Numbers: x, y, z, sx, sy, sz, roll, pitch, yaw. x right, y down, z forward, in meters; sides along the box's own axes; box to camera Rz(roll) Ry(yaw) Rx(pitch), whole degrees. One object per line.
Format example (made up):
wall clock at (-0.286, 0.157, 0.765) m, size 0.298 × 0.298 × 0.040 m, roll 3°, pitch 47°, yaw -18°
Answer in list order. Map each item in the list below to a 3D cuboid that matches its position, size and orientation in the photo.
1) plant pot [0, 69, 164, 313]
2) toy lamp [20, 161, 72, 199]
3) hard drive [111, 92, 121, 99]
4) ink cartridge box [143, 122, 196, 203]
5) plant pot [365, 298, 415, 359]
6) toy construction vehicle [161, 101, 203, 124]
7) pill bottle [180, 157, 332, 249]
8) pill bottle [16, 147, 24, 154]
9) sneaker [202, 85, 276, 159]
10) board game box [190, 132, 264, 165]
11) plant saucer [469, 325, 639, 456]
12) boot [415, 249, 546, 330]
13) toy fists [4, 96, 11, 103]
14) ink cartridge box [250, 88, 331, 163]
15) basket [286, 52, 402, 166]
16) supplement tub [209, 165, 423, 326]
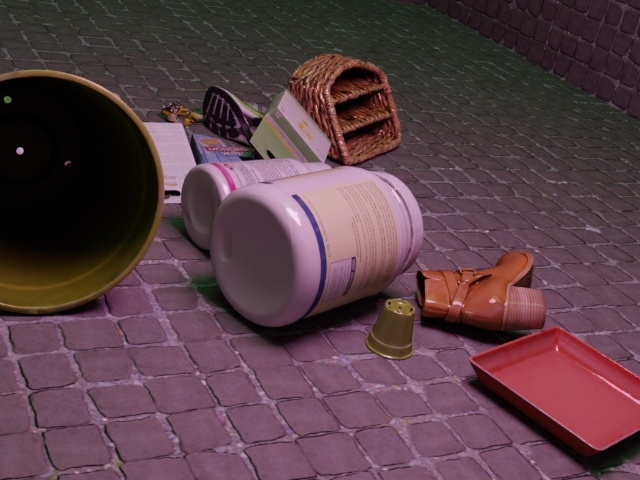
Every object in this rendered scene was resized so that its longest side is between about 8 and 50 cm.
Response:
plant pot at (-0.472, -0.116, 1.558) m, size 0.366 × 0.367 × 0.353 m, roll 2°, pitch 16°, yaw -23°
toy lamp at (-0.525, -0.150, 1.867) m, size 0.080 × 0.080 × 0.275 m, roll 19°, pitch 25°, yaw 12°
hard drive at (-0.527, -0.271, 2.162) m, size 0.203 × 0.040 × 0.307 m, roll 1°, pitch 28°, yaw -24°
ink cartridge box at (-0.353, -0.149, 1.987) m, size 0.189 × 0.066 × 0.232 m, roll -2°, pitch 56°, yaw -29°
plant pot at (0.122, 0.141, 1.583) m, size 0.083 × 0.079 × 0.083 m, roll 10°, pitch 25°, yaw -5°
toy construction vehicle at (-0.344, -0.307, 2.346) m, size 0.098 × 0.035 × 0.086 m, roll 26°, pitch 17°, yaw 19°
pill bottle at (-0.107, -0.075, 1.822) m, size 0.283 × 0.160 × 0.160 m, roll -8°, pitch 33°, yaw -38°
pill bottle at (-0.592, -0.171, 1.890) m, size 0.067 × 0.067 × 0.120 m, roll 19°, pitch 26°, yaw 12°
sneaker at (-0.162, -0.284, 2.319) m, size 0.300 × 0.111 × 0.121 m, roll 34°, pitch 25°, yaw 23°
board game box at (-0.203, -0.173, 2.097) m, size 0.194 × 0.060 × 0.194 m, roll -4°, pitch 31°, yaw -32°
plant saucer at (0.406, 0.245, 1.546) m, size 0.258 × 0.048 × 0.259 m, roll -11°, pitch 34°, yaw -42°
boot at (0.285, 0.087, 1.777) m, size 0.220 × 0.109 × 0.283 m, roll 4°, pitch 26°, yaw 1°
toy fists at (-0.727, -0.268, 1.937) m, size 0.279 × 0.142 × 0.096 m, roll 15°, pitch 25°, yaw 4°
ink cartridge box at (-0.062, -0.220, 2.136) m, size 0.171 × 0.056 × 0.235 m, roll 50°, pitch 25°, yaw -18°
basket at (0.074, -0.341, 2.404) m, size 0.223 × 0.213 × 0.299 m, roll 26°, pitch 28°, yaw 26°
supplement tub at (0.000, 0.000, 1.631) m, size 0.235 × 0.235 × 0.325 m, roll 32°, pitch 31°, yaw 34°
